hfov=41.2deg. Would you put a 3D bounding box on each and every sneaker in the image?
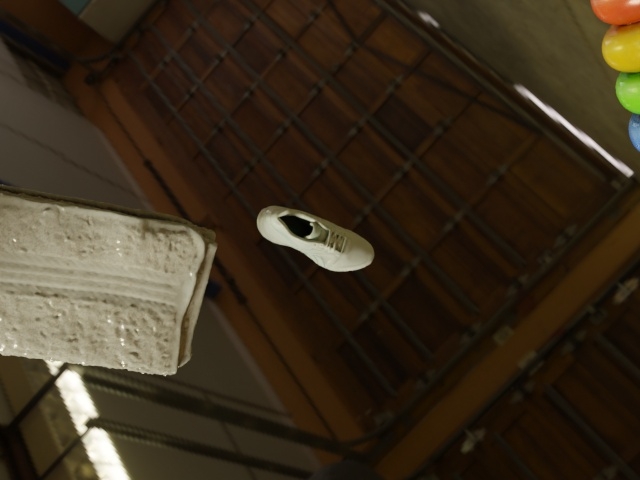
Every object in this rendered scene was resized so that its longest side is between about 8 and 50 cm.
[{"bbox_3d":[0.000,0.000,1.019,0.152,0.054,0.061,20,171,-19],"label":"sneaker"}]

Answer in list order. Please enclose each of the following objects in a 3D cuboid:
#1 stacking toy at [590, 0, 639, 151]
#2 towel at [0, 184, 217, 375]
[{"bbox_3d":[0.268,-0.134,0.629,0.330,0.141,0.141,59,-176,-16],"label":"stacking toy"},{"bbox_3d":[-0.263,0.048,0.921,0.282,0.187,0.049,9,-164,-20],"label":"towel"}]
